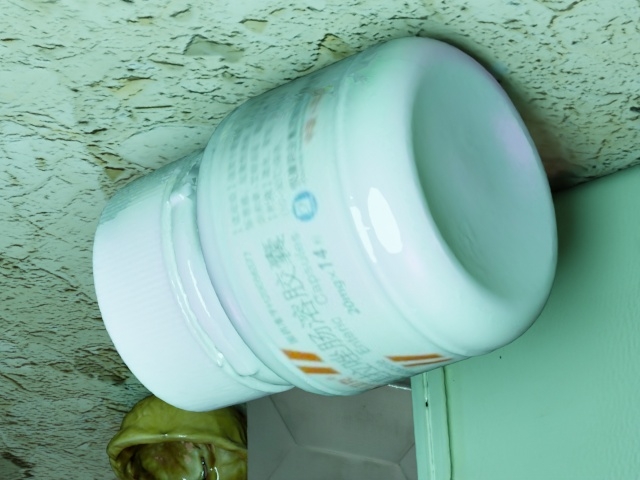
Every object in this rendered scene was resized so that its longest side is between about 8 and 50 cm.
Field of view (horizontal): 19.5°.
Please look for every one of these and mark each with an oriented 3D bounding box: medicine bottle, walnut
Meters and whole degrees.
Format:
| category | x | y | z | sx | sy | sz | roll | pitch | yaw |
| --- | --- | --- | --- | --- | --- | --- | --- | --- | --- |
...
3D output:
| category | x | y | z | sx | sy | sz | roll | pitch | yaw |
| --- | --- | --- | --- | --- | --- | --- | --- | --- | --- |
| medicine bottle | 0.000 | 0.000 | 1.419 | 0.302 | 0.241 | 0.241 | -21 | 145 | 33 |
| walnut | -0.138 | 0.206 | 1.964 | 0.167 | 0.087 | 0.211 | 1 | 153 | 7 |

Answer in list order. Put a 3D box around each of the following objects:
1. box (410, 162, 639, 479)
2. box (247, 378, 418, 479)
| category | x | y | z | sx | sy | sz | roll | pitch | yaw |
| --- | --- | --- | --- | --- | --- | --- | --- | --- | --- |
| box | 0.262 | 0.116 | 1.531 | 0.343 | 0.352 | 0.177 | -21 | 145 | 30 |
| box | 0.035 | 0.179 | 1.789 | 0.215 | 0.086 | 0.215 | 11 | 129 | 11 |
